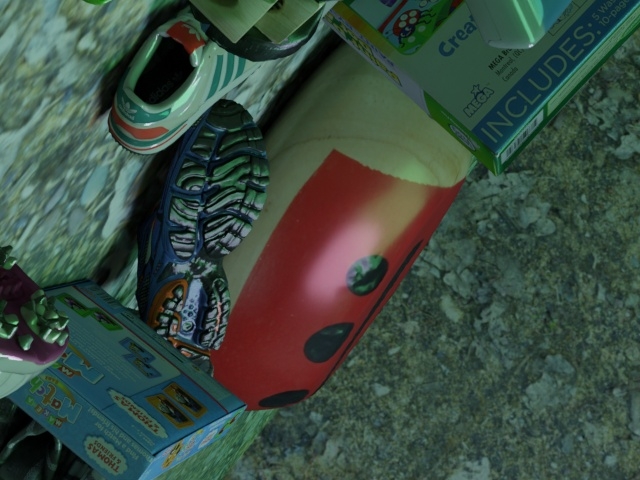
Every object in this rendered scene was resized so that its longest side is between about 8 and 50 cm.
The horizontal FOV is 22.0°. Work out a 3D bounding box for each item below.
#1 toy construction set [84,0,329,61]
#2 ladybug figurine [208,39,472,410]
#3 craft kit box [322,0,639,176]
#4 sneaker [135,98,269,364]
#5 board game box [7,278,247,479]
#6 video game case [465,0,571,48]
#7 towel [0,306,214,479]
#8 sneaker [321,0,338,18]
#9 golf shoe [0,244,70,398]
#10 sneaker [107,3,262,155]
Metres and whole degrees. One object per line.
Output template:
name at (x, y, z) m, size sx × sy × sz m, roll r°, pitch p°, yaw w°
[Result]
toy construction set at (-0.039, -0.186, 0.560) m, size 0.328 × 0.215 × 0.151 m, roll -47°, pitch -172°, yaw -14°
ladybug figurine at (0.000, 0.000, 1.560) m, size 0.449 × 0.162 × 0.305 m, roll -58°, pitch 170°, yaw 25°
craft kit box at (0.088, -0.205, 0.877) m, size 0.250 × 0.246 × 0.061 m, roll -46°, pitch 168°, yaw -3°
sneaker at (-0.106, -0.012, 1.282) m, size 0.083 × 0.087 × 0.221 m, roll 2°, pitch 118°, yaw -34°
board game box at (-0.151, 0.096, 1.163) m, size 0.039 × 0.160 × 0.211 m, roll -54°, pitch 171°, yaw 10°
video game case at (0.069, -0.201, 0.513) m, size 0.193 × 0.023 × 0.212 m, roll -50°, pitch 128°, yaw -29°
towel at (-0.213, 0.188, 1.302) m, size 0.235 × 0.121 × 0.284 m, roll -54°, pitch 178°, yaw 16°
sneaker at (0.007, -0.267, 0.778) m, size 0.315 × 0.127 × 0.182 m, roll -60°, pitch 168°, yaw -4°
golf shoe at (-0.237, 0.061, 0.817) m, size 0.140 × 0.115 × 0.306 m, roll -46°, pitch 166°, yaw 15°
sneaker at (-0.073, -0.125, 1.051) m, size 0.161 × 0.057 × 0.075 m, roll -48°, pitch 175°, yaw -17°
